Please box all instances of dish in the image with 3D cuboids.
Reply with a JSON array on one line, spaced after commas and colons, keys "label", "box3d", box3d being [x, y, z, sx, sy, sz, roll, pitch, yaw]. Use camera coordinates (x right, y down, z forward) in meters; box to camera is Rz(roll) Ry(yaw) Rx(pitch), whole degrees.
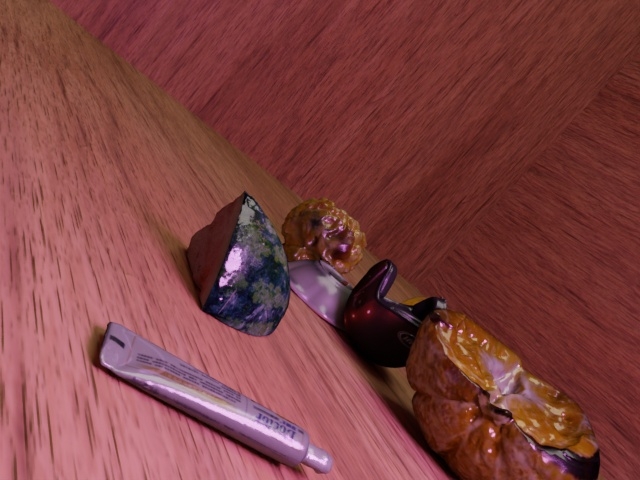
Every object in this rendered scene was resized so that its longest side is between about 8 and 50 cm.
[{"label": "dish", "box3d": [0.015, 0.102, 1.347, 0.229, 0.081, 0.229, 42, 6, -5]}]

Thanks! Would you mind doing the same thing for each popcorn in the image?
[{"label": "popcorn", "box3d": [0.002, 0.001, 1.530, 0.218, 0.189, 0.169, 37, -2, 11]}]

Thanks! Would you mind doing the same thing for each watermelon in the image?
[{"label": "watermelon", "box3d": [-0.108, 0.039, 0.903, 0.202, 0.136, 0.207, 55, -1, 42]}]

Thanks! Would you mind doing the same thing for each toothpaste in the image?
[{"label": "toothpaste", "box3d": [-0.090, 0.154, 0.571, 0.255, 0.037, 0.067, 36, 14, -20]}]

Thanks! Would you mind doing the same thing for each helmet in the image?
[{"label": "helmet", "box3d": [0.145, 0.156, 1.241, 0.189, 0.193, 0.216, 37, 4, -22]}]

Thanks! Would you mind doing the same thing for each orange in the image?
[{"label": "orange", "box3d": [0.286, 0.296, 1.039, 0.369, 0.210, 0.271, 43, 28, 23]}]

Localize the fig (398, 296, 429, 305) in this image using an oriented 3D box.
[{"label": "fig", "box3d": [0.243, 0.220, 1.779, 0.257, 0.159, 0.159, 23, 9, -7]}]
